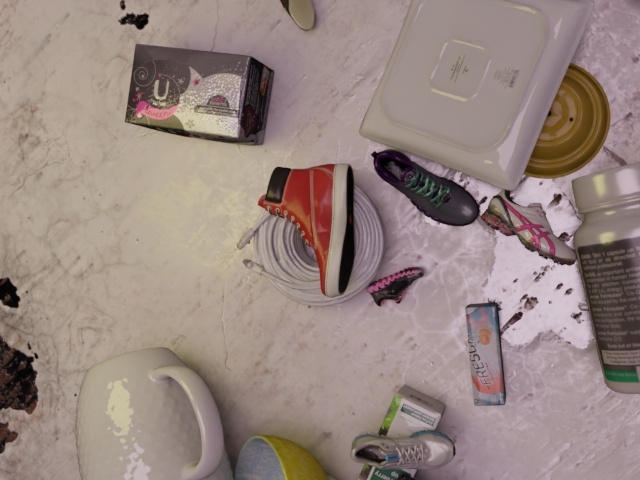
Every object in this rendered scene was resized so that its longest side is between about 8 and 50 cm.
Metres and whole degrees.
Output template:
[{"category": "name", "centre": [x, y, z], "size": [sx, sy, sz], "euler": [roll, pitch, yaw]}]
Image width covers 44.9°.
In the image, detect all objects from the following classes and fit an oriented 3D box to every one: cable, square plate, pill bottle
[{"category": "cable", "centre": [0.000, 0.000, 1.496], "size": [0.257, 0.089, 0.257], "euler": [38, 99, 12]}, {"category": "square plate", "centre": [0.258, -0.305, 1.384], "size": [0.344, 0.049, 0.348], "euler": [26, 97, 33]}, {"category": "pill bottle", "centre": [0.539, 0.056, 1.281], "size": [0.204, 0.204, 0.361], "euler": [-12, 88, 16]}]

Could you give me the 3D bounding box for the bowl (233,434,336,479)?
[{"category": "bowl", "centre": [-0.047, 0.509, 1.465], "size": [0.155, 0.289, 0.290], "euler": [3, 92, -27]}]

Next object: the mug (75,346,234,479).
[{"category": "mug", "centre": [-0.304, 0.370, 1.468], "size": [0.374, 0.276, 0.328], "euler": [-33, 70, 44]}]

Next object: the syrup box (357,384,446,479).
[{"category": "syrup box", "centre": [0.145, 0.403, 1.455], "size": [0.093, 0.096, 0.237], "euler": [24, 96, 14]}]

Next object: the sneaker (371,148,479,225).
[{"category": "sneaker", "centre": [0.188, -0.095, 1.434], "size": [0.223, 0.098, 0.083], "euler": [31, 99, 14]}]

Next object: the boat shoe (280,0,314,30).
[{"category": "boat shoe", "centre": [-0.051, -0.471, 1.529], "size": [0.048, 0.042, 0.133], "euler": [-27, 84, -11]}]

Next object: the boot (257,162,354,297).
[{"category": "boot", "centre": [-0.030, -0.017, 1.415], "size": [0.176, 0.088, 0.245], "euler": [-2, 81, 15]}]

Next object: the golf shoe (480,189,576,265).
[{"category": "golf shoe", "centre": [0.386, -0.024, 1.394], "size": [0.186, 0.067, 0.086], "euler": [34, 98, 13]}]

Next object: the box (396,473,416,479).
[{"category": "box", "centre": [0.231, 0.654, 1.386], "size": [0.394, 0.097, 0.318], "euler": [30, 101, -2]}]

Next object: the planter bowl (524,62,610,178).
[{"category": "planter bowl", "centre": [0.404, -0.220, 1.375], "size": [0.217, 0.090, 0.217], "euler": [0, 91, 16]}]

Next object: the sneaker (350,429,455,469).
[{"category": "sneaker", "centre": [0.141, 0.378, 1.364], "size": [0.190, 0.083, 0.072], "euler": [-5, 88, 13]}]

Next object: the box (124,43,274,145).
[{"category": "box", "centre": [-0.239, -0.285, 1.531], "size": [0.247, 0.142, 0.164], "euler": [10, 93, 16]}]

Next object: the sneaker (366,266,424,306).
[{"category": "sneaker", "centre": [0.149, 0.090, 1.480], "size": [0.119, 0.047, 0.057], "euler": [-25, 91, 22]}]

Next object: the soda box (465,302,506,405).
[{"category": "soda box", "centre": [0.304, 0.208, 1.423], "size": [0.058, 0.063, 0.183], "euler": [-6, 89, 15]}]
